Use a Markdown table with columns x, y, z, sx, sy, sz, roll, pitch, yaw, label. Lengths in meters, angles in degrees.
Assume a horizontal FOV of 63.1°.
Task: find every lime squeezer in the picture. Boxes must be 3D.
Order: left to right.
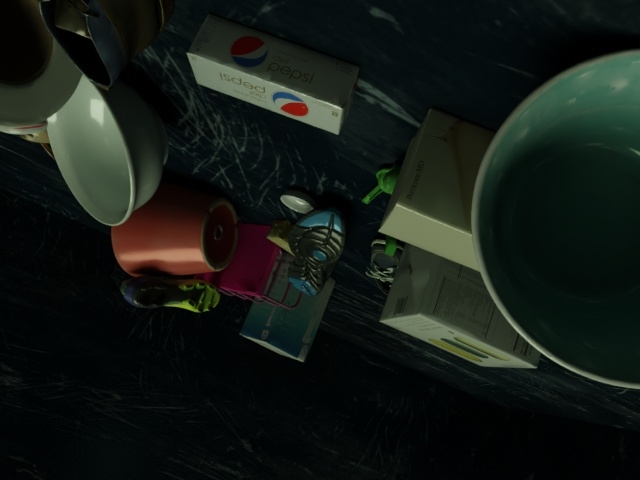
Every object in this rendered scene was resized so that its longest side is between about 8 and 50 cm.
| x | y | z | sx | sy | sz | roll | pitch | yaw | label |
| --- | --- | --- | --- | --- | --- | --- | --- | --- | --- |
| 0.120 | -0.074 | 0.875 | 0.059 | 0.109 | 0.310 | 7 | -162 | -5 | lime squeezer |

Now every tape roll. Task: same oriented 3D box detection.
| x | y | z | sx | sy | sz | roll | pitch | yaw | label |
| --- | --- | --- | --- | --- | --- | --- | --- | --- | --- |
| -0.472 | -0.287 | 0.703 | 0.169 | 0.246 | 0.246 | 16 | 162 | 20 | tape roll |

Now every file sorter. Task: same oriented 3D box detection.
| x | y | z | sx | sy | sz | roll | pitch | yaw | label |
| --- | --- | --- | --- | --- | --- | --- | --- | --- | --- |
| -0.191 | 0.077 | 1.556 | 0.291 | 0.202 | 0.182 | 7 | 160 | 41 | file sorter |

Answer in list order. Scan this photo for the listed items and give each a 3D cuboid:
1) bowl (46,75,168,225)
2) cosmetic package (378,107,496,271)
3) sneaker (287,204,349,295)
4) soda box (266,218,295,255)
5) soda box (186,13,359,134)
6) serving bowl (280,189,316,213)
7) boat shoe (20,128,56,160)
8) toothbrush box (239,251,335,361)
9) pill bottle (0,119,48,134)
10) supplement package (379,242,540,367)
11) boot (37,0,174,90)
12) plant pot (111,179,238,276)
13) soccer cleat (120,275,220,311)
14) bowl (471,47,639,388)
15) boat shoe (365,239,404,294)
| x | y | z | sx | sy | sz | roll | pitch | yaw | label |
| --- | --- | --- | --- | --- | --- | --- | --- | --- | --- |
| -0.386 | -0.188 | 0.991 | 0.298 | 0.134 | 0.297 | 22 | 125 | 36 | bowl |
| 0.256 | -0.039 | 0.714 | 0.310 | 0.160 | 0.113 | 21 | 162 | -1 | cosmetic package |
| 0.000 | 0.000 | 1.226 | 0.125 | 0.139 | 0.341 | 31 | 150 | 4 | sneaker |
| -0.057 | 0.009 | 1.418 | 0.061 | 0.058 | 0.181 | 4 | 156 | 47 | soda box |
| -0.061 | -0.221 | 0.698 | 0.216 | 0.069 | 0.074 | 21 | 164 | 4 | soda box |
| -0.045 | -0.089 | 1.152 | 0.083 | 0.027 | 0.083 | 20 | 162 | 7 | serving bowl |
| -0.595 | -0.261 | 1.111 | 0.123 | 0.116 | 0.324 | 36 | 166 | 14 | boat shoe |
| -0.098 | 0.211 | 1.682 | 0.126 | 0.295 | 0.216 | 9 | 160 | 39 | toothbrush box |
| -0.547 | -0.279 | 0.939 | 0.087 | 0.087 | 0.160 | 17 | 119 | 17 | pill bottle |
| 0.301 | 0.123 | 1.080 | 0.263 | 0.198 | 0.199 | 25 | 162 | -9 | supplement package |
| -0.179 | -0.216 | 0.418 | 0.082 | 0.106 | 0.219 | 20 | 164 | 4 | boot |
| -0.369 | -0.027 | 1.388 | 0.243 | 0.274 | 0.275 | 5 | 158 | 19 | plant pot |
| -0.401 | 0.137 | 1.421 | 0.121 | 0.093 | 0.289 | 18 | -175 | 40 | soccer cleat |
| 0.307 | -0.019 | 0.548 | 0.312 | 0.311 | 0.163 | 20 | -178 | 8 | bowl |
| 0.164 | 0.070 | 1.293 | 0.095 | 0.079 | 0.254 | 18 | 163 | 14 | boat shoe |
